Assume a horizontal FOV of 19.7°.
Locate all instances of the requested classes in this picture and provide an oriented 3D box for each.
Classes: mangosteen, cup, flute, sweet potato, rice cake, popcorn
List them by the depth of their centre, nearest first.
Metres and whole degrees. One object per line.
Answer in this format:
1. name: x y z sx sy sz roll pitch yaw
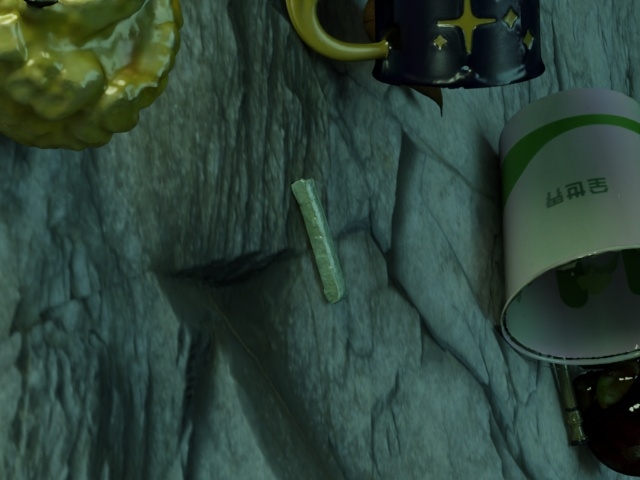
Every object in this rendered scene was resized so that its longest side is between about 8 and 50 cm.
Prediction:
1. popcorn: -0.179 -0.147 1.262 0.170 0.180 0.180 118 -28 -65
2. rice cake: 0.000 0.000 1.718 0.022 0.021 0.121 -26 99 -61
3. cup: 0.109 -0.281 1.815 0.255 0.178 0.256 -23 116 -48
4. sweet potato: 0.095 -0.198 1.995 0.195 0.056 0.056 55 31 -47
5. cup: 0.320 -0.023 2.191 0.253 0.253 0.274 45 30 -50
6. flute: 0.297 0.141 2.290 0.027 0.027 0.233 -13 90 -66
7. mangosteen: 0.394 0.210 2.319 0.184 0.172 0.172 37 45 -40
